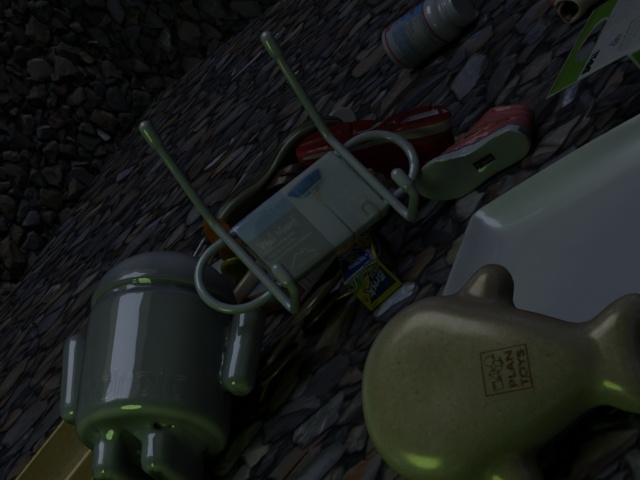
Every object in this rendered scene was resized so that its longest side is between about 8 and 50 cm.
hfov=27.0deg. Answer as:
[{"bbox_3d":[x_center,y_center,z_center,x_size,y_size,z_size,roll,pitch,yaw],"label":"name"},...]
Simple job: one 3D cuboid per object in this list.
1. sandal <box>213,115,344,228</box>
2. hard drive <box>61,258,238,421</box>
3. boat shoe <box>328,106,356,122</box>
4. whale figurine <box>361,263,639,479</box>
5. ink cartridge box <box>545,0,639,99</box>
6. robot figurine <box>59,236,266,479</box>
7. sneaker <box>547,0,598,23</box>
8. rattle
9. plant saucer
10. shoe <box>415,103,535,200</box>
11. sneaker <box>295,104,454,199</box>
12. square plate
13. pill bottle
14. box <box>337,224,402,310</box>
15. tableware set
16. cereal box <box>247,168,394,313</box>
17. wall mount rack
[{"bbox_3d":[-0.055,-0.084,2.256,0.303,0.120,0.086,-46,51,-11],"label":"sandal"},{"bbox_3d":[-0.278,0.171,2.254,0.353,0.047,0.233,-34,20,34],"label":"hard drive"},{"bbox_3d":[-0.013,-0.170,2.397,0.184,0.066,0.063,-49,3,-5],"label":"boat shoe"},{"bbox_3d":[0.175,0.128,1.180,0.272,0.141,0.216,-17,68,23],"label":"whale figurine"},{"bbox_3d":[0.403,-0.235,1.519,0.255,0.097,0.189,-27,25,50],"label":"ink cartridge box"},{"bbox_3d":[-0.211,0.161,1.754,0.300,0.200,0.353,-10,56,17],"label":"robot figurine"},{"bbox_3d":[0.359,-0.354,1.964,0.070,0.051,0.134,-45,20,-16],"label":"sneaker"},{"bbox_3d":[-0.165,0.073,2.055,0.200,0.143,0.130,-51,17,-22],"label":"rattle"},{"bbox_3d":[-0.329,0.324,1.965,0.333,0.081,0.333,-53,18,-22],"label":"plant saucer"},{"bbox_3d":[0.207,-0.118,1.768,0.178,0.063,0.081,-28,22,32],"label":"shoe"},{"bbox_3d":[0.084,-0.102,1.859,0.221,0.128,0.087,-11,26,7],"label":"sneaker"},{"bbox_3d":[0.258,0.013,1.365,0.347,0.049,0.344,-32,21,38],"label":"square plate"},{"bbox_3d":[0.191,-0.374,2.342,0.160,0.087,0.087,-31,22,38],"label":"pill bottle"},{"bbox_3d":[0.062,0.028,1.776,0.059,0.054,0.169,-41,17,11],"label":"box"},{"bbox_3d":[-0.028,0.128,1.789,0.194,0.039,0.128,-50,5,-35],"label":"tableware set"},{"bbox_3d":[0.000,0.000,1.966,0.240,0.047,0.173,-52,10,-17],"label":"cereal box"},{"bbox_3d":[-0.050,-0.083,1.710,0.350,0.304,0.130,-38,-22,-15],"label":"wall mount rack"}]
